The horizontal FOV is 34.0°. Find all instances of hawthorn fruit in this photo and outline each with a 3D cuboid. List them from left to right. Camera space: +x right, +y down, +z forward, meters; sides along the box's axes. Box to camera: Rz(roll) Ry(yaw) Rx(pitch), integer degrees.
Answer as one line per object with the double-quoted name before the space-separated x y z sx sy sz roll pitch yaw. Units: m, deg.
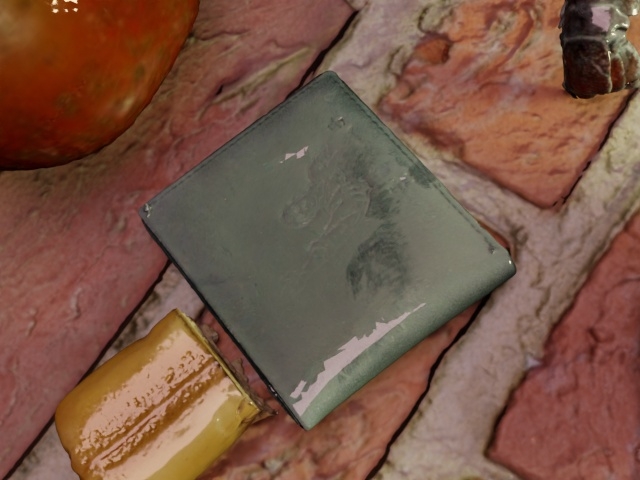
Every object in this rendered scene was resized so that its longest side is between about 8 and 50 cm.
"hawthorn fruit" -0.327 -0.271 0.962 0.403 0.403 0.403 -3 69 8

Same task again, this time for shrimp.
"shrimp" 0.319 -0.333 1.004 0.221 0.166 0.410 11 64 42

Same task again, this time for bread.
"bread" -0.142 0.156 0.933 0.173 0.085 0.134 -38 72 -7

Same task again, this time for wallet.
"wallet" 0.000 0.001 0.986 0.251 0.054 0.290 -35 63 -9
